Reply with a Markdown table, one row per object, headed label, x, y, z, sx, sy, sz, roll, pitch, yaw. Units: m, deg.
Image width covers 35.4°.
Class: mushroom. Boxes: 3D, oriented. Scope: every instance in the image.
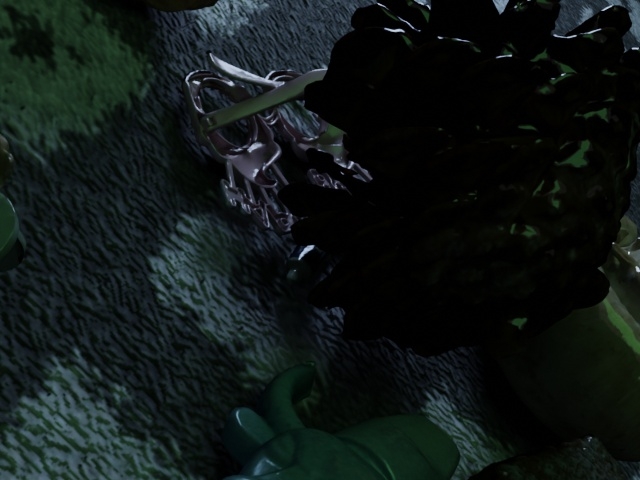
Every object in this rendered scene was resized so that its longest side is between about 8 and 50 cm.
| label | x | y | z | sx | sy | sz | roll | pitch | yaw |
| --- | --- | --- | --- | --- | --- | --- | --- | --- | --- |
| mushroom | 0.247 | 0.068 | 0.893 | 0.189 | 0.195 | 0.253 | 3 | 56 | -42 |

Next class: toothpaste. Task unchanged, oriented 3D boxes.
| label | x | y | z | sx | sy | sz | roll | pitch | yaw |
| --- | --- | --- | --- | --- | --- | --- | --- | --- | --- |
| toothpaste | 0.000 | 0.000 | 0.822 | 0.037 | 0.021 | 0.140 | 45 | 35 | -6 |

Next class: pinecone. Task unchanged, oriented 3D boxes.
| label | x | y | z | sx | sy | sz | roll | pitch | yaw |
| --- | --- | --- | --- | --- | --- | --- | --- | --- | --- |
| pinecone | 0.105 | -0.062 | 0.736 | 0.298 | 0.242 | 0.295 | 27 | 75 | -56 |

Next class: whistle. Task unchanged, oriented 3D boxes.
| label | x | y | z | sx | sy | sz | roll | pitch | yaw |
| --- | --- | --- | --- | --- | --- | --- | --- | --- | --- |
| whistle | 0.008 | 0.166 | 0.634 | 0.186 | 0.093 | 0.274 | 37 | 27 | 25 |

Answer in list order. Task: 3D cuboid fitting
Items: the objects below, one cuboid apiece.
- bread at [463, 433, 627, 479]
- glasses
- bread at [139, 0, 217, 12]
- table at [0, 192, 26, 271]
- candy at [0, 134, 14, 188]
| label | x | y | z | sx | sy | sz | roll | pitch | yaw |
| --- | --- | --- | --- | --- | --- | --- | --- | --- | --- |
| bread | 0.237 | 0.345 | 0.719 | 0.165 | 0.113 | 0.416 | -5 | 63 | -52 |
| glasses | -0.002 | -0.090 | 0.836 | 0.255 | 0.095 | 0.162 | -16 | 78 | -49 |
| bread | -0.149 | -0.275 | 0.793 | 0.191 | 0.132 | 0.114 | 20 | 45 | -40 |
| table | -0.222 | 0.060 | 0.423 | 0.167 | 0.166 | 0.198 | 26 | 51 | -32 |
| candy | -0.231 | -0.044 | 0.552 | 0.095 | 0.085 | 0.110 | 41 | 27 | -6 |
